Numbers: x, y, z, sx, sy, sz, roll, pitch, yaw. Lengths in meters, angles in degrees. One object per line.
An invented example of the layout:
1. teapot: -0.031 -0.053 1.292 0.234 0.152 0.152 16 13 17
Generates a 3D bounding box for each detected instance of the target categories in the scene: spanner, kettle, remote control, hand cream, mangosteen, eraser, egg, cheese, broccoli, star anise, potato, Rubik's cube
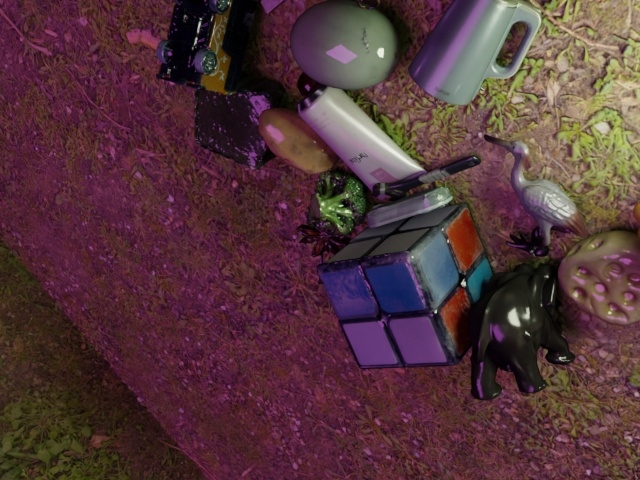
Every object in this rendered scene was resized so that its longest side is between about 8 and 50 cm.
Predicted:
1. spanner: 0.268 -0.155 1.839 0.315 0.024 0.087 -19 145 39
2. kettle: 0.337 -0.420 1.554 0.210 0.160 0.243 28 128 -3
3. remote control: 0.224 -0.085 1.869 0.247 0.104 0.052 -17 100 37
4. hand cream: 0.095 -0.251 1.855 0.358 0.118 0.185 43 137 -18
5. mangosteen: -0.022 -0.406 1.890 0.081 0.081 0.081 20 128 28
6. eraser: -0.116 -0.619 1.861 0.083 0.019 0.038 -22 101 44
7. egg: 0.056 -0.457 1.698 0.282 0.203 0.203 22 129 30
8. cheese: 0.660 0.084 1.631 0.235 0.117 0.218 4 122 40
9. broccoli: 0.038 -0.099 1.981 0.195 0.156 0.196 17 112 52
10. star anise: -0.002 0.003 2.130 0.177 0.073 0.234 40 119 -1
11. potato: -0.058 -0.268 1.946 0.234 0.128 0.161 10 115 -11
12. Rubik's cube: 0.234 0.118 1.854 0.316 0.313 0.319 -9 110 42

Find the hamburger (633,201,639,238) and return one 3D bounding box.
1. hamburger: 0.774 -0.025 1.419 0.302 0.186 0.261 -21 105 34

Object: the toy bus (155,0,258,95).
1. toy bus: -0.280 -0.545 1.848 0.161 0.194 0.324 19 99 26

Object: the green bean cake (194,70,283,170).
1. green bean cake: -0.227 -0.350 2.047 0.255 0.132 0.241 23 126 20

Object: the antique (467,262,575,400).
1. antique: 0.472 0.205 1.718 0.185 0.322 0.255 1 110 49

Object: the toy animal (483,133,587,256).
1. toy animal: 0.495 -0.097 1.663 0.195 0.090 0.324 -2 118 39

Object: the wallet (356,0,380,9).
1. wallet: 0.199 -0.639 1.508 0.335 0.068 0.275 5 98 33
